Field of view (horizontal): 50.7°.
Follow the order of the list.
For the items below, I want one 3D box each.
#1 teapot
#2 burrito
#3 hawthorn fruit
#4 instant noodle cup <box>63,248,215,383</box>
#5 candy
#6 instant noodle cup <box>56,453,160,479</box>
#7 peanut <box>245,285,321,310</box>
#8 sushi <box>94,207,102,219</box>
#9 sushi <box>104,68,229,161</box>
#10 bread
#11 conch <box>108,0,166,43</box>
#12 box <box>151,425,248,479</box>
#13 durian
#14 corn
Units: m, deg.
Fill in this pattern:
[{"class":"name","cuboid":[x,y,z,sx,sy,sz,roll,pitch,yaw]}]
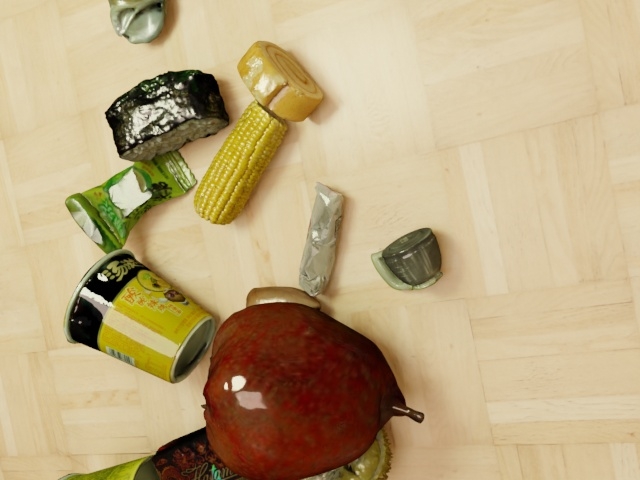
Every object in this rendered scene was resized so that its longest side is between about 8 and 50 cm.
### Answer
[{"class":"teapot","cuboid":[0.153,0.036,1.122,0.092,0.124,0.091,-31,100,-14]},{"class":"burrito","cuboid":[0.001,0.000,1.194,0.064,0.064,0.203,15,101,24]},{"class":"hawthorn fruit","cuboid":[-0.039,0.241,1.111,0.324,0.308,0.308,-20,87,-15]},{"class":"instant noodle cup","cuboid":[-0.342,0.160,1.313,0.236,0.215,0.215,28,108,13]},{"class":"candy","cuboid":[-0.370,-0.094,1.346,0.246,0.069,0.149,-38,88,4]},{"class":"instant noodle cup","cuboid":[-0.378,0.578,1.340,0.221,0.311,0.311,-28,84,18]},{"class":"peanut","cuboid":[-0.069,0.118,1.234,0.152,0.076,0.076,1,97,22]},{"class":"sushi","cuboid":[-0.453,-0.064,1.414,0.120,0.052,0.055,10,86,20]},{"class":"sushi","cuboid":[-0.290,-0.237,1.258,0.225,0.124,0.127,-19,84,14]},{"class":"bread","cuboid":[-0.075,-0.270,1.160,0.073,0.122,0.149,-44,76,27]},{"class":"conch","cuboid":[-0.345,-0.466,1.282,0.116,0.106,0.173,5,118,6]},{"class":"box","cuboid":[-0.124,0.541,1.292,0.264,0.116,0.415,-28,85,27]},{"class":"durian","cuboid":[0.039,0.410,1.184,0.208,0.146,0.102,-26,128,10]},{"class":"corn","cuboid":[-0.148,-0.138,1.229,0.093,0.093,0.244,39,112,17]}]
